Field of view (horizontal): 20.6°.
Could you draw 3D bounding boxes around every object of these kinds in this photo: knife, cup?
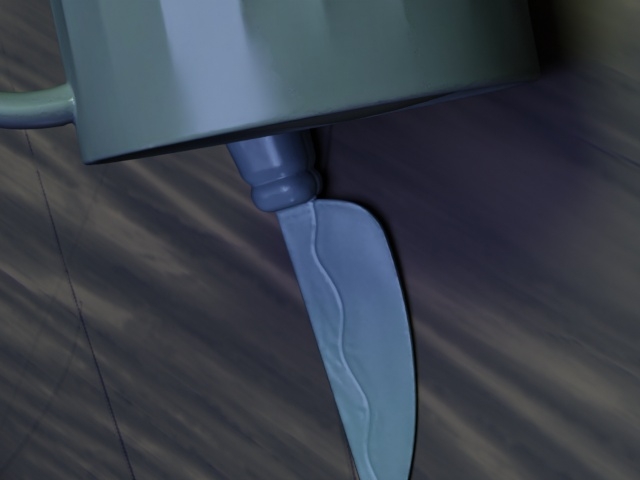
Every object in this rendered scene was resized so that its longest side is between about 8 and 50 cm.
[{"bbox_3d":[0.001,-0.001,1.017,0.080,0.044,0.331,-23,89,30],"label":"knife"},{"bbox_3d":[-0.074,-0.208,0.866,0.237,0.323,0.327,-163,62,-83],"label":"cup"}]
